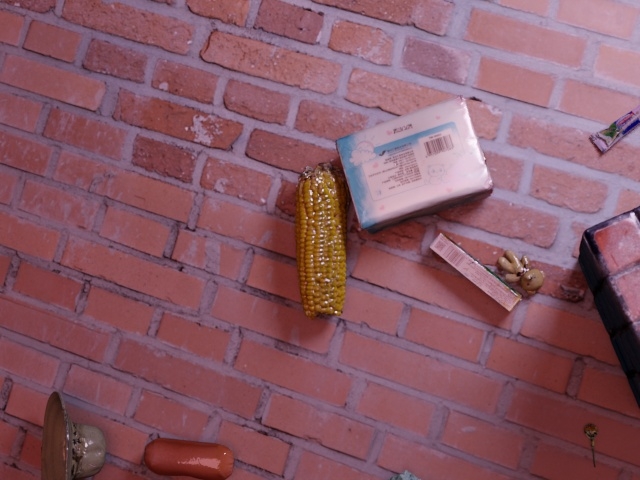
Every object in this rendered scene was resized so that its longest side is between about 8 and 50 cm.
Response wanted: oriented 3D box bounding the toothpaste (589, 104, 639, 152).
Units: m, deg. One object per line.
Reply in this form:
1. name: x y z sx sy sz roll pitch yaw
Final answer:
1. toothpaste: 0.605 -0.236 1.661 0.170 0.028 0.045 -36 74 11

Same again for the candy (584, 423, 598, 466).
1. candy: 0.519 0.392 1.642 0.025 0.023 0.083 -5 95 3

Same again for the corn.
1. corn: 0.000 0.000 1.724 0.115 0.115 0.317 -1 86 11

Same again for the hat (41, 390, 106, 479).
1. hat: -0.502 0.439 1.783 0.110 0.252 0.251 3 86 -28

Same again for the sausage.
1. sausage: -0.270 0.449 1.764 0.194 0.077 0.077 3 87 11

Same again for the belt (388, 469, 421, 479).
1. belt: 0.189 0.505 1.641 0.079 0.121 0.151 -46 40 7

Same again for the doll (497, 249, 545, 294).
1. doll: 0.393 0.062 1.684 0.061 0.051 0.093 -49 50 5

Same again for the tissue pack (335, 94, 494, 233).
1. tissue pack: 0.184 -0.145 1.689 0.271 0.124 0.201 -18 84 10

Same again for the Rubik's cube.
1. Rubik's cube: 0.660 0.096 1.453 0.344 0.337 0.344 -22 73 9

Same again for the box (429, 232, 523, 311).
1. box: 0.304 0.062 1.689 0.207 0.050 0.041 39 97 11
